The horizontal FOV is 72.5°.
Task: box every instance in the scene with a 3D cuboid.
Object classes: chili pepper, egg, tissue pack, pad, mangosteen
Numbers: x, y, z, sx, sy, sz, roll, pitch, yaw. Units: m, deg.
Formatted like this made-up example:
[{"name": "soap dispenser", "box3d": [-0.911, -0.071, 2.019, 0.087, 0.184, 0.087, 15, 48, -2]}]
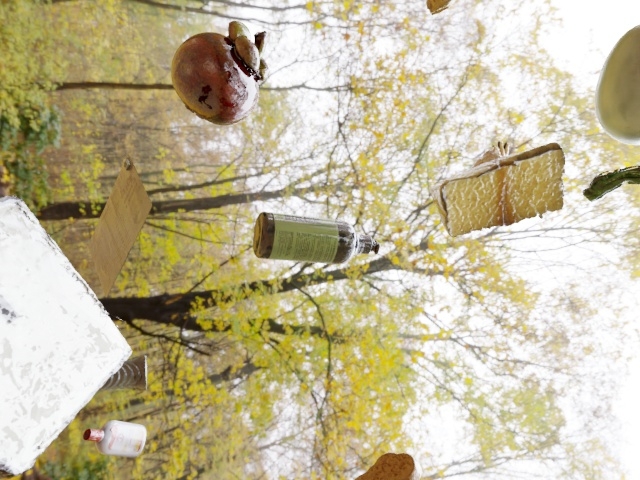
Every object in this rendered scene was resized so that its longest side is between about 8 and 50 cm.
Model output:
[{"name": "chili pepper", "box3d": [0.720, -0.136, 1.026, 0.182, 0.050, 0.073, -6, -90, 44]}, {"name": "egg", "box3d": [0.726, -0.349, 0.985, 0.183, 0.183, 0.264, 22, -54, 56]}, {"name": "tissue pack", "box3d": [-0.402, 0.137, 0.419, 0.370, 0.198, 0.210, -25, -78, 19]}, {"name": "pad", "box3d": [-0.418, -0.026, 0.890, 0.265, 0.009, 0.159, -53, -123, 27]}, {"name": "mangosteen", "box3d": [-0.223, -0.404, 1.034, 0.257, 0.215, 0.215, -45, -129, 11]}]

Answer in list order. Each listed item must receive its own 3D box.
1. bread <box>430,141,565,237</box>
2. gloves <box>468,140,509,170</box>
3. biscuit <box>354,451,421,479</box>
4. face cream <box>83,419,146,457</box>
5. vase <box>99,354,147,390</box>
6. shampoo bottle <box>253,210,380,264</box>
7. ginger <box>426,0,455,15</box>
[{"name": "bread", "box3d": [0.388, -0.123, 0.967, 0.178, 0.266, 0.141, 63, 10, -53]}, {"name": "gloves", "box3d": [0.460, -0.192, 1.190, 0.094, 0.110, 0.144, 54, -40, 6]}, {"name": "biscuit", "box3d": [0.046, 0.453, 0.662, 0.044, 0.295, 0.186, 59, 0, -18]}, {"name": "face cream", "box3d": [-0.256, 0.247, 0.545, 0.021, 0.083, 0.040, -9, -121, 26]}, {"name": "vase", "box3d": [-0.506, 0.300, 0.954, 0.115, 0.237, 0.115, 179, -90, -68]}, {"name": "shampoo bottle", "box3d": [0.000, 0.000, 0.955, 0.101, 0.284, 0.101, -174, -90, -71]}, {"name": "ginger", "box3d": [0.268, -0.548, 0.863, 0.081, 0.115, 0.205, 54, -48, 14]}]
